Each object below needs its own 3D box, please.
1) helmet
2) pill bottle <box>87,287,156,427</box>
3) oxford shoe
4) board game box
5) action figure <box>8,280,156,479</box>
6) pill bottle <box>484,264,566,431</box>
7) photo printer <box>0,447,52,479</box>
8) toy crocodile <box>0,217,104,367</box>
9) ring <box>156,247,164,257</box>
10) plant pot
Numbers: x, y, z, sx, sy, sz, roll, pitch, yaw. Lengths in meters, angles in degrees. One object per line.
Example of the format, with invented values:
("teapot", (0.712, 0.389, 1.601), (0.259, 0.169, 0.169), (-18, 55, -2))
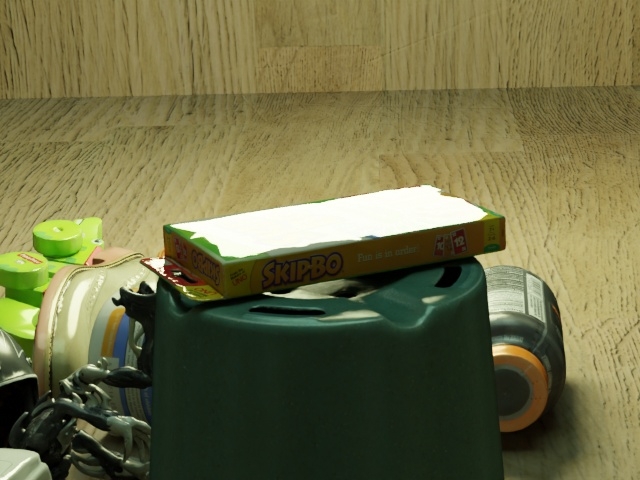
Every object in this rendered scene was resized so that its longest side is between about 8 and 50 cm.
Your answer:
("helmet", (-0.367, 0.158, 1.807), (0.169, 0.161, 0.169), (-2, 17, 1))
("pill bottle", (-0.095, 0.134, 1.883), (0.272, 0.152, 0.152), (5, 18, 19))
("oxford shoe", (-0.225, 0.094, 2.062), (0.146, 0.140, 0.397), (7, 19, 10))
("board game box", (0.000, 0.000, 1.367), (0.259, 0.039, 0.124), (-12, 19, -23))
("action figure", (-0.209, 0.176, 1.733), (0.141, 0.276, 0.164), (35, -10, 2))
("pill bottle", (0.199, 0.122, 1.929), (0.130, 0.130, 0.246), (0, 17, 6))
("photo printer", (-0.421, 0.261, 1.563), (0.307, 0.107, 0.256), (2, 17, 13))
("toy crocodile", (-0.331, 0.058, 2.233), (0.105, 0.115, 0.340), (8, 20, 10))
("ring", (-0.034, 0.057, 2.161), (0.336, 0.032, 0.336), (17, 12, -4))
("plant pot", (0.006, 0.179, 1.403), (0.341, 0.334, 0.341), (-1, 16, 0))
